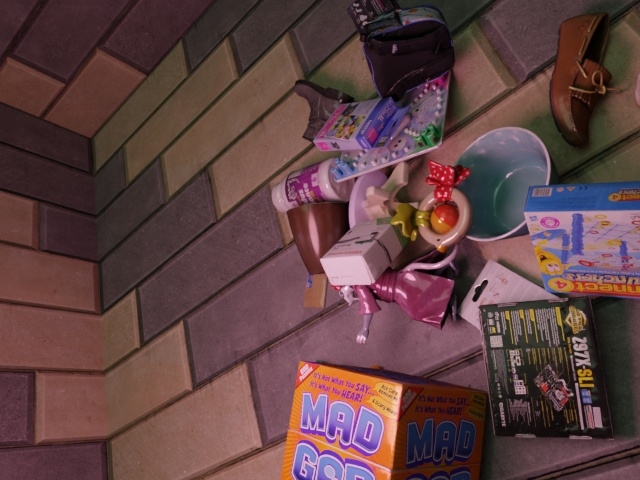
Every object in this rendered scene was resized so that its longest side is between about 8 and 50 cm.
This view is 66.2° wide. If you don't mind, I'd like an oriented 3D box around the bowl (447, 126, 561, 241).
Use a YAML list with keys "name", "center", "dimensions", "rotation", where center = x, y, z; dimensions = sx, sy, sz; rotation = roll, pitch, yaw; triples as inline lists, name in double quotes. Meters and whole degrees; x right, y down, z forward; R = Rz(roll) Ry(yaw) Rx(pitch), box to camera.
- name: "bowl"
  center: [0.510, -0.131, 1.322]
  dimensions: [0.312, 0.163, 0.311]
  rotation: [-25, 58, 47]

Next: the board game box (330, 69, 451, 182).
- name: "board game box"
  center: [0.231, -0.395, 1.638]
  dimensions: [0.390, 0.050, 0.389]
  rotation: [-15, 44, 36]

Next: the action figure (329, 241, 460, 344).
- name: "action figure"
  center: [0.206, 0.133, 1.417]
  dimensions: [0.371, 0.275, 0.248]
  rotation: [5, 37, 12]

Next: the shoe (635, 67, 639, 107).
- name: "shoe"
  center: [0.850, -0.442, 1.233]
  dimensions: [0.077, 0.058, 0.218]
  rotation: [16, 86, 41]

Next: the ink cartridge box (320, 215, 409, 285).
- name: "ink cartridge box"
  center: [0.128, 0.029, 1.401]
  dimensions: [0.160, 0.219, 0.092]
  rotation: [-7, 116, 42]

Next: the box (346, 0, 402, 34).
- name: "box"
  center: [0.237, -0.739, 1.709]
  dimensions: [0.142, 0.247, 0.163]
  rotation: [-36, 56, 27]

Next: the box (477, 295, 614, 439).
- name: "box"
  center: [0.534, 0.305, 1.184]
  dimensions: [0.257, 0.079, 0.321]
  rotation: [-10, 79, 24]

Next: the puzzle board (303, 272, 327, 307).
- name: "puzzle board"
  center: [-0.017, 0.181, 1.783]
  dimensions: [0.097, 0.011, 0.128]
  rotation: [-5, 73, 40]

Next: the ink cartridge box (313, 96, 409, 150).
- name: "ink cartridge box"
  center: [0.130, -0.386, 1.636]
  dimensions: [0.311, 0.065, 0.185]
  rotation: [12, 63, 49]

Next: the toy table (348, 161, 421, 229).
- name: "toy table"
  center: [0.210, -0.108, 1.558]
  dimensions: [0.161, 0.252, 0.274]
  rotation: [-12, 79, 55]

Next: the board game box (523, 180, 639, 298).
- name: "board game box"
  center: [0.643, 0.006, 1.086]
  dimensions: [0.309, 0.302, 0.086]
  rotation: [1, 50, 37]

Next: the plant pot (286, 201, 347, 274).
- name: "plant pot"
  center: [0.000, 0.000, 1.719]
  dimensions: [0.216, 0.215, 0.230]
  rotation: [-11, 83, 37]

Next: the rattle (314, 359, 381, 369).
- name: "rattle"
  center: [0.081, 0.409, 1.594]
  dimensions: [0.142, 0.130, 0.200]
  rotation: [-55, 22, -2]

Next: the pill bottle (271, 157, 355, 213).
- name: "pill bottle"
  center: [-0.035, -0.188, 1.806]
  dimensions: [0.302, 0.169, 0.169]
  rotation: [-13, 68, 42]

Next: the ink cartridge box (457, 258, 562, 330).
- name: "ink cartridge box"
  center: [0.513, 0.185, 1.322]
  dimensions: [0.232, 0.066, 0.189]
  rotation: [39, 102, 49]

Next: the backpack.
- name: "backpack"
  center: [0.283, -0.607, 1.556]
  dimensions: [0.264, 0.276, 0.213]
  rotation: [-9, 54, 19]

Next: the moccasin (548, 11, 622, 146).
- name: "moccasin"
  center: [0.709, -0.431, 1.307]
  dimensions: [0.147, 0.139, 0.379]
  rotation: [-3, 65, 48]

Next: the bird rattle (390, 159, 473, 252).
- name: "bird rattle"
  center: [0.334, -0.084, 1.344]
  dimensions: [0.253, 0.143, 0.206]
  rotation: [-47, 53, 16]

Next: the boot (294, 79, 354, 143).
- name: "boot"
  center: [-0.028, -0.503, 1.951]
  dimensions: [0.338, 0.118, 0.222]
  rotation: [35, 107, 47]

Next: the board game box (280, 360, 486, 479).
- name: "board game box"
  center: [0.160, 0.527, 1.261]
  dimensions: [0.356, 0.357, 0.355]
  rotation: [-3, 74, 49]
